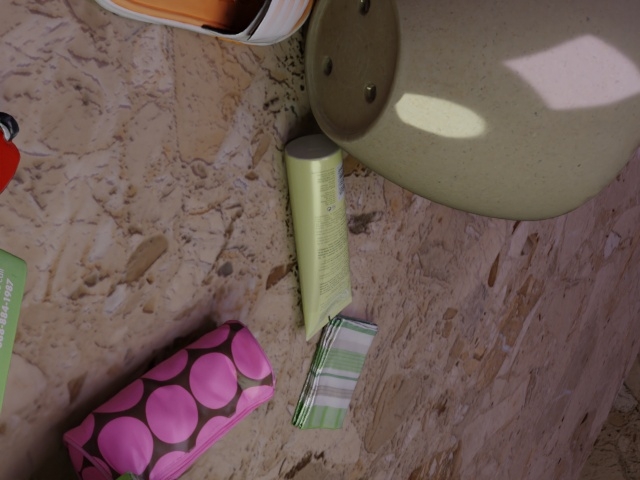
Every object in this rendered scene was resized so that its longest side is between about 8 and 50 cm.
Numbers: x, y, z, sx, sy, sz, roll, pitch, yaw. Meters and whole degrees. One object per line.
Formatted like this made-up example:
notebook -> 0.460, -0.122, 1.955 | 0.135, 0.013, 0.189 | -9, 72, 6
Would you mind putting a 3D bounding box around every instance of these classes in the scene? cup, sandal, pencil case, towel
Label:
cup -> 0.125, -0.180, 0.732 | 0.237, 0.331, 0.331 | -3, 107, -30
sandal -> -0.073, -0.216, 0.620 | 0.265, 0.076, 0.102 | -17, 117, -49
pencil case -> -0.130, 0.163, 0.680 | 0.209, 0.098, 0.095 | -37, 149, -38
towel -> 0.024, 0.175, 0.949 | 0.113, 0.023, 0.152 | 21, 87, -53

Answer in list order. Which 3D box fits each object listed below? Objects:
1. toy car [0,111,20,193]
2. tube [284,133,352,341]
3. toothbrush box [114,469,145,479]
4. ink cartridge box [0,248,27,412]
toy car -> -0.248, -0.154, 0.416 | 0.239, 0.053, 0.225 | 39, 59, -74
tube -> 0.000, 0.000, 0.825 | 0.070, 0.062, 0.240 | -11, 124, -6
toothbrush box -> -0.193, 0.348, 0.573 | 0.283, 0.122, 0.206 | -36, 136, -6
ink cartridge box -> -0.318, 0.045, 0.308 | 0.353, 0.119, 0.207 | 41, 41, -51
